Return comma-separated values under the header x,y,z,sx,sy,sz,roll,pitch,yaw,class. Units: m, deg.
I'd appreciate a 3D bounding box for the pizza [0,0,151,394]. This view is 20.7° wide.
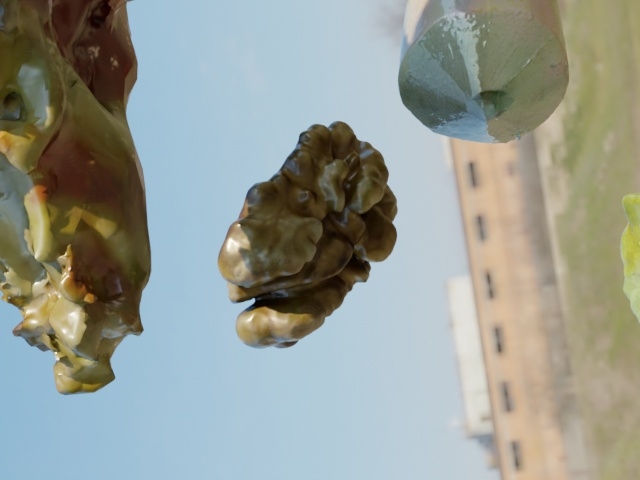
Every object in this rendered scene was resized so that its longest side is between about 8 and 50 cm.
x,y,z,sx,sy,sz,roll,pitch,yaw,class
-0.154,-0.124,0.941,0.440,0.130,0.406,-48,-60,-72,pizza

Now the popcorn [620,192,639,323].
x,y,z,sx,sy,sz,roll,pitch,yaw,class
0.280,0.025,0.994,0.221,0.183,0.204,46,157,57,popcorn

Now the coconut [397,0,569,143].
x,y,z,sx,sy,sz,roll,pitch,yaw,class
0.113,-0.126,1.198,0.122,0.116,0.116,-82,-17,-48,coconut

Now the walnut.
x,y,z,sx,sy,sz,roll,pitch,yaw,class
0.000,0.000,1.222,0.170,0.069,0.143,-49,-41,-34,walnut
